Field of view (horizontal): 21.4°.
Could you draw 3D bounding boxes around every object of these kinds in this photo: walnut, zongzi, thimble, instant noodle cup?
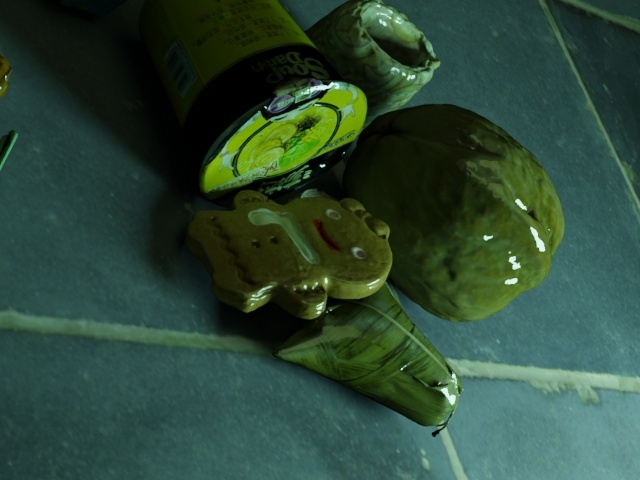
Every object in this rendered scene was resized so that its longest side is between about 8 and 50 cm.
[{"bbox_3d":[0.160,-0.038,2.037,0.283,0.283,0.227,43,66,-17],"label":"walnut"},{"bbox_3d":[0.058,0.150,1.848,0.205,0.094,0.204,50,32,0],"label":"zongzi"},{"bbox_3d":[0.053,-0.217,2.163,0.190,0.143,0.137,19,44,-44],"label":"thimble"},{"bbox_3d":[-0.092,-0.187,1.905,0.215,0.215,0.236,2,50,-53],"label":"instant noodle cup"}]

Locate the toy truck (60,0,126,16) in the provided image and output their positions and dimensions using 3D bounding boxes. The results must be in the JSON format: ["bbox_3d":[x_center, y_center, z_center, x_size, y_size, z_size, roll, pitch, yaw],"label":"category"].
[{"bbox_3d":[-0.271,-0.397,1.907,0.156,0.155,0.279,26,39,-52],"label":"toy truck"}]

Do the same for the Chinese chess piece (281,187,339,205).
[{"bbox_3d":[0.000,0.000,1.968,0.122,0.051,0.122,34,35,-27],"label":"Chinese chess piece"}]

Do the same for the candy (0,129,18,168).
[{"bbox_3d":[-0.320,-0.034,1.575,0.077,0.073,0.262,60,19,-26],"label":"candy"}]

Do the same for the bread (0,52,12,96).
[{"bbox_3d":[-0.376,-0.130,1.494,0.149,0.158,0.143,52,29,-11],"label":"bread"}]

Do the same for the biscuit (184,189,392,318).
[{"bbox_3d":[-0.023,0.009,1.846,0.249,0.035,0.184,-4,46,-32],"label":"biscuit"}]
